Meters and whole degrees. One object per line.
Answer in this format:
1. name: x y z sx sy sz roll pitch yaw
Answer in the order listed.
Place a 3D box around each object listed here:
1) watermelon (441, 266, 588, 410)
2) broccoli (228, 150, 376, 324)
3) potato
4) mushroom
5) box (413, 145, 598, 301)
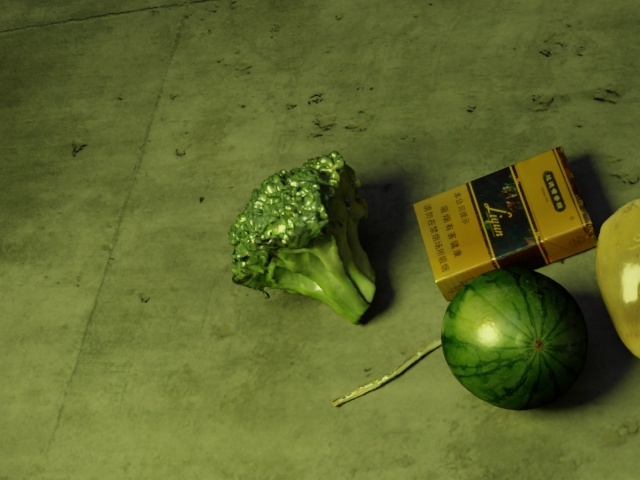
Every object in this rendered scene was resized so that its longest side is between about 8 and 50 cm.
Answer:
1. watermelon: 0.252 0.127 1.540 0.188 0.188 0.215 -40 8 -4
2. broccoli: 0.000 0.000 1.720 0.248 0.246 0.288 -49 9 22
3. potato: 0.448 0.051 1.519 0.150 0.146 0.233 -48 46 52
4. mushroom: 0.142 0.165 1.668 0.286 0.028 0.025 -28 92 8
5. box: 0.268 -0.024 1.706 0.237 0.070 0.152 -22 51 14
